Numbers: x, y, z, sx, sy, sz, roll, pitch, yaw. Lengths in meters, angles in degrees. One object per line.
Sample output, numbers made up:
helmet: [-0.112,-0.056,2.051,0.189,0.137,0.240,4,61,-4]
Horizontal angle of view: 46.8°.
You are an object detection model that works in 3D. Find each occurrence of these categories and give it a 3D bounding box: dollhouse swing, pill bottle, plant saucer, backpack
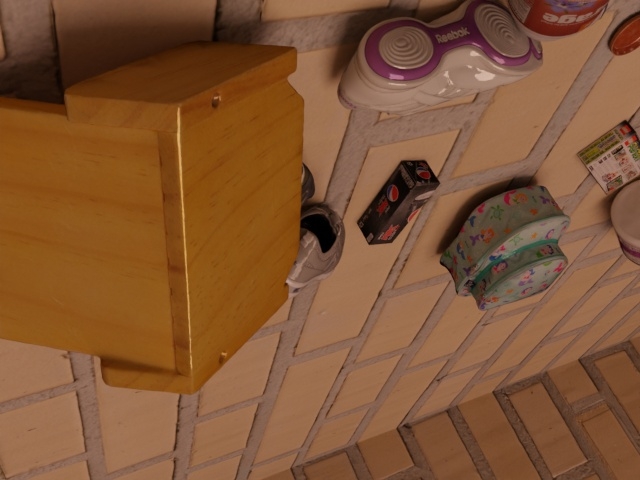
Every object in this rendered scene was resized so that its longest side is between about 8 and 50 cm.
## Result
dollhouse swing: [-0.228,-0.048,0.866,0.315,0.305,0.346,-44,143,-51]
pill bottle: [0.809,-0.026,1.801,0.169,0.169,0.301,-34,152,14]
pill bottle: [0.280,-0.305,0.850,0.121,0.121,0.216,-30,175,6]
plant saucer: [0.500,-0.332,1.183,0.084,0.013,0.083,-21,153,-11]
backpack: [0.384,0.012,1.501,0.225,0.191,0.253,-13,144,-22]

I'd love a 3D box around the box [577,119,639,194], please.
box: [0.614,-0.167,1.536,0.114,0.036,0.207,-37,151,18]

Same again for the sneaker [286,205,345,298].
sneaker: [0.000,0.000,1.121,0.115,0.105,0.281,-46,-177,22]

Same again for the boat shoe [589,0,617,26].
boat shoe: [0.360,-0.376,0.908,0.088,0.096,0.267,-35,150,-8]

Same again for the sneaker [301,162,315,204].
sneaker: [-0.126,-0.019,1.087,0.300,0.111,0.121,-33,156,16]

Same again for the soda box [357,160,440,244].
soda box: [0.133,-0.063,1.283,0.060,0.053,0.169,-5,146,-35]

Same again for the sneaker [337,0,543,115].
sneaker: [0.157,-0.238,0.985,0.305,0.114,0.152,-12,168,-26]
